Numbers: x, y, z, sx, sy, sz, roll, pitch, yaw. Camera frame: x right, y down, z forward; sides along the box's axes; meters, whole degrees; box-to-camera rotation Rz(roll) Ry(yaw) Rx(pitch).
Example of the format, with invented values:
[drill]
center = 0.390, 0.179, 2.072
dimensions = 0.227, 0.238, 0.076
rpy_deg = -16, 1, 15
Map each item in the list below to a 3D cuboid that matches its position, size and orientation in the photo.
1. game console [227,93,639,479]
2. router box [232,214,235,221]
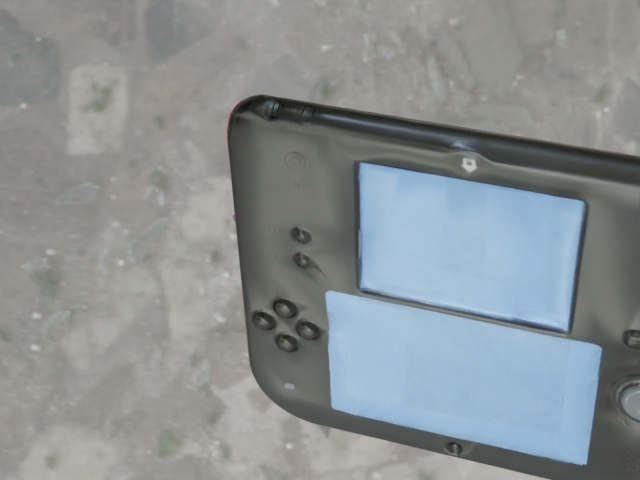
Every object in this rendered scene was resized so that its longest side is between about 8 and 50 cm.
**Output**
[game console]
center = 0.117, 0.054, 1.019
dimensions = 0.342, 0.386, 0.060
rpy_deg = 85, 21, -44
[router box]
center = 0.000, 0.000, 1.235
dimensions = 0.133, 0.046, 0.179
rpy_deg = -36, 145, -10
